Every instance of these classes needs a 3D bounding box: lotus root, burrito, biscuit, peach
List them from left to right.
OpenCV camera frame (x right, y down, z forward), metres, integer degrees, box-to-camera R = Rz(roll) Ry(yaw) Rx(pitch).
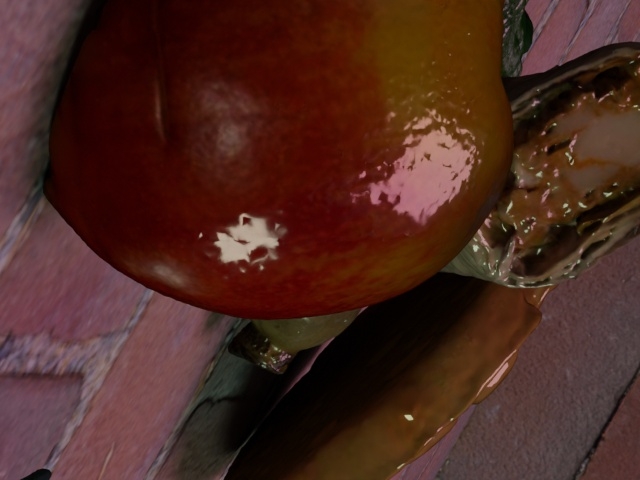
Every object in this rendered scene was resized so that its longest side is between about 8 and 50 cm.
[{"bbox_3d":[-0.017,-0.063,0.709,0.190,0.192,0.190,177,-90,-84],"label":"peach"},{"bbox_3d":[0.001,0.000,0.997,0.090,0.077,0.183,-36,150,-62],"label":"lotus root"},{"bbox_3d":[0.060,0.085,1.180,0.351,0.057,0.312,-42,-173,29],"label":"biscuit"},{"bbox_3d":[0.111,-0.044,1.011,0.143,0.105,0.299,-38,-171,-10],"label":"burrito"}]

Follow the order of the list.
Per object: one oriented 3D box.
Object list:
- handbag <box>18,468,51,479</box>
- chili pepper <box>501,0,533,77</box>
[{"bbox_3d":[-0.210,0.243,0.710,0.269,0.100,0.274,-68,166,19],"label":"handbag"},{"bbox_3d":[0.109,-0.152,1.112,0.224,0.061,0.098,92,18,-68],"label":"chili pepper"}]
